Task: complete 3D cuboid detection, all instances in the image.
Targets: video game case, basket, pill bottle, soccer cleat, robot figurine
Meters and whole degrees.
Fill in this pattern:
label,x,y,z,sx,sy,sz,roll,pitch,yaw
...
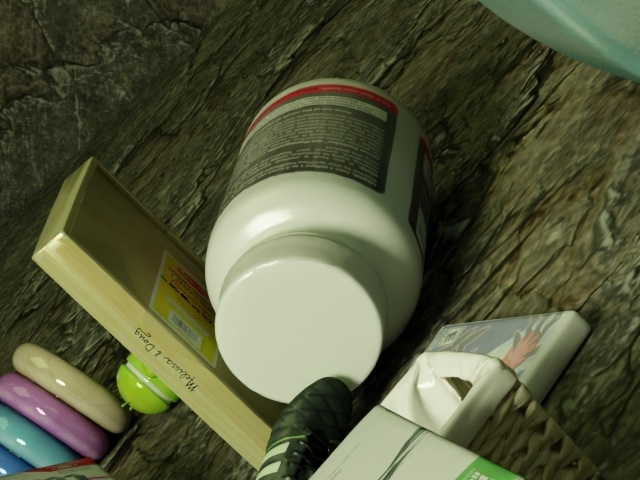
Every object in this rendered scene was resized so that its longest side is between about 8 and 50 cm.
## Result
label,x,y,z,sx,sy,sz,roll,pitch,yaw
video game case,0.080,0.134,1.318,0.201,0.023,0.183,-52,16,-21
basket,0.068,0.160,1.130,0.167,0.103,0.113,-50,15,-14
pill bottle,0.000,0.000,1.585,0.176,0.176,0.318,-40,16,22
soccer cleat,-0.021,0.182,1.419,0.179,0.060,0.072,-57,27,-14
robot figurine,-0.154,0.124,1.893,0.115,0.067,0.101,-48,-12,-5

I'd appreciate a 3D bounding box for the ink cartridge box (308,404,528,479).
label,x,y,z,sx,sy,sz,roll,pitch,yaw
ink cartridge box,0.082,0.174,0.958,0.087,0.153,0.208,-48,16,-8

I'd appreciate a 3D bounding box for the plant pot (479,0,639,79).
label,x,y,z,sx,sy,sz,roll,pitch,yaw
plant pot,0.233,-0.244,1.436,0.247,0.252,0.248,-46,15,0

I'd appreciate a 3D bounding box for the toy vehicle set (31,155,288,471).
label,x,y,z,sx,sy,sz,roll,pitch,yaw
toy vehicle set,-0.117,0.060,1.576,0.035,0.267,0.166,-41,15,17

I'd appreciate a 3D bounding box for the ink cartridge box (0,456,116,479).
label,x,y,z,sx,sy,sz,roll,pitch,yaw
ink cartridge box,-0.215,0.256,1.514,0.128,0.127,0.176,-10,6,-17

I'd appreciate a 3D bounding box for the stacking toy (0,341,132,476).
label,x,y,z,sx,sy,sz,roll,pitch,yaw
stacking toy,-0.333,0.272,1.927,0.330,0.141,0.141,-57,17,-10
